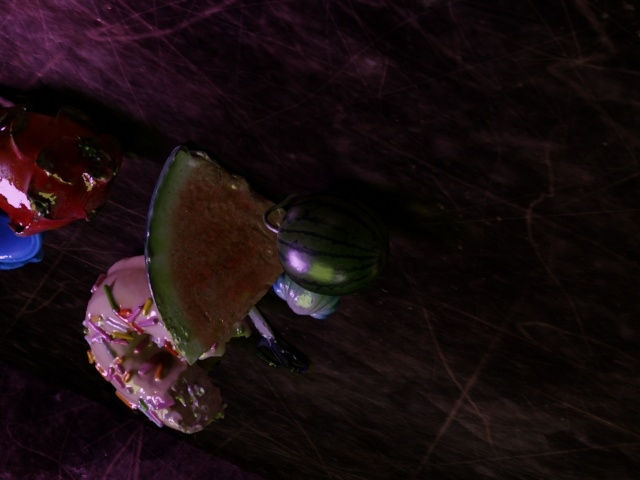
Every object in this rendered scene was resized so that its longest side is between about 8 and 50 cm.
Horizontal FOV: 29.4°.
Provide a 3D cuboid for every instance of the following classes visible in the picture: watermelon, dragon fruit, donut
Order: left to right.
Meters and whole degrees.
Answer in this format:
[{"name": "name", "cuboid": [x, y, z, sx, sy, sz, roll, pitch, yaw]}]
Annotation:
[{"name": "dragon fruit", "cuboid": [-0.409, -0.132, 1.740, 0.200, 0.198, 0.269, -43, 83, 31]}, {"name": "donut", "cuboid": [-0.288, 0.177, 2.182, 0.307, 0.150, 0.371, 34, 140, 12]}, {"name": "watermelon", "cuboid": [-0.154, 0.014, 1.760, 0.193, 0.232, 0.310, -8, 96, 58]}, {"name": "watermelon", "cuboid": [0.000, 0.000, 1.602, 0.187, 0.140, 0.140, 14, 155, 31]}]

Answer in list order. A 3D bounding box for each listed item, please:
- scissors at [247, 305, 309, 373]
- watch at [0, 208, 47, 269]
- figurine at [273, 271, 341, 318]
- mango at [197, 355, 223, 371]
[{"name": "scissors", "cuboid": [-0.098, 0.173, 2.255, 0.109, 0.022, 0.300, 12, 154, 23]}, {"name": "watch", "cuboid": [-0.530, -0.054, 1.975, 0.275, 0.241, 0.305, -16, 138, 39]}, {"name": "figurine", "cuboid": [-0.012, 0.068, 1.873, 0.114, 0.079, 0.114, 9, 118, 17]}, {"name": "mango", "cuboid": [-0.264, 0.185, 2.364, 0.178, 0.100, 0.119, 28, 124, 16]}]
